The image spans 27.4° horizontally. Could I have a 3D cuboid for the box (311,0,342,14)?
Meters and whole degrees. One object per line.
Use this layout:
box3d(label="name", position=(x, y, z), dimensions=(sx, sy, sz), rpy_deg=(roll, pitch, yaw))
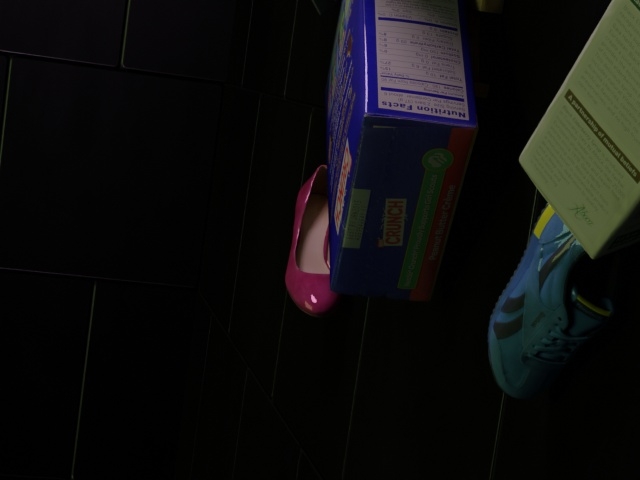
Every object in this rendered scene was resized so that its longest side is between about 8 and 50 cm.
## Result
box3d(label="box", position=(0.045, -0.358, 1.554), dimensions=(0.093, 0.158, 0.156), rpy_deg=(59, -169, -21))

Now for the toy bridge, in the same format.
box3d(label="toy bridge", position=(0.167, -0.244, 1.353), dimensions=(0.063, 0.026, 0.188), rpy_deg=(-132, 48, -74))

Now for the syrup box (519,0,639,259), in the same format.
box3d(label="syrup box", position=(0.226, -0.101, 0.827), dimensions=(0.096, 0.093, 0.237), rpy_deg=(56, 148, 22))

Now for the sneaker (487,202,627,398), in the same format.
box3d(label="sneaker", position=(0.187, 0.060, 1.038), dimensions=(0.082, 0.069, 0.209), rpy_deg=(-107, 26, -50))

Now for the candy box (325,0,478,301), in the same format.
box3d(label="candy box", position=(0.077, -0.141, 1.399), dimensions=(0.268, 0.122, 0.317), rpy_deg=(101, 172, -49))

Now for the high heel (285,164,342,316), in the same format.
box3d(label="high heel", position=(0.000, 0.000, 1.839), dimensions=(0.244, 0.082, 0.117), rpy_deg=(-85, 5, -56))
